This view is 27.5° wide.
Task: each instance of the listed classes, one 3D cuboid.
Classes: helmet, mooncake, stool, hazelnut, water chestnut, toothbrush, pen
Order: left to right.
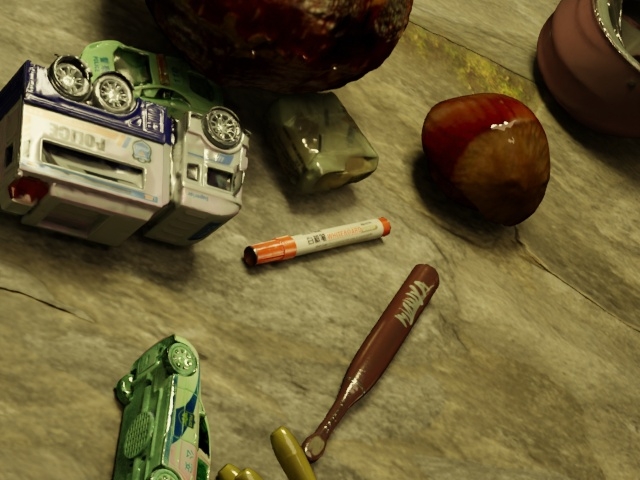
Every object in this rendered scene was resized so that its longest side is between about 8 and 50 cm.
[{"bbox_3d":[-0.050,0.260,1.249,0.134,0.135,0.110,-42,92,-14],"label":"stool"},{"bbox_3d":[-0.049,-0.337,1.522,0.351,0.302,0.350,21,26,-11],"label":"water chestnut"},{"bbox_3d":[-0.001,-0.116,1.603,0.130,0.073,0.125,-11,67,-44],"label":"mooncake"},{"bbox_3d":[0.000,0.000,1.555,0.239,0.028,0.028,-12,69,-47],"label":"pen"},{"bbox_3d":[0.060,0.136,1.500,0.041,0.041,0.364,45,41,-6],"label":"toothbrush"},{"bbox_3d":[0.226,-0.107,1.760,0.170,0.161,0.201,-68,149,-33],"label":"hazelnut"},{"bbox_3d":[0.480,-0.277,2.066,0.338,0.197,0.270,18,59,-42],"label":"helmet"}]

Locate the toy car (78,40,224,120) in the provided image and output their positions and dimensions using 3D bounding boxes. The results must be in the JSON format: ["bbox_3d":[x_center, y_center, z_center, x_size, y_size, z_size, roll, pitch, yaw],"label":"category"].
[{"bbox_3d":[-0.189,-0.179,1.495,0.186,0.058,0.093,13,54,-37],"label":"toy car"}]

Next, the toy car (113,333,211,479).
[{"bbox_3d":[-0.147,0.197,1.228,0.076,0.090,0.224,28,45,-29],"label":"toy car"}]

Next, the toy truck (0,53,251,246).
[{"bbox_3d":[-0.207,-0.074,1.354,0.268,0.124,0.155,16,58,-31],"label":"toy truck"}]
